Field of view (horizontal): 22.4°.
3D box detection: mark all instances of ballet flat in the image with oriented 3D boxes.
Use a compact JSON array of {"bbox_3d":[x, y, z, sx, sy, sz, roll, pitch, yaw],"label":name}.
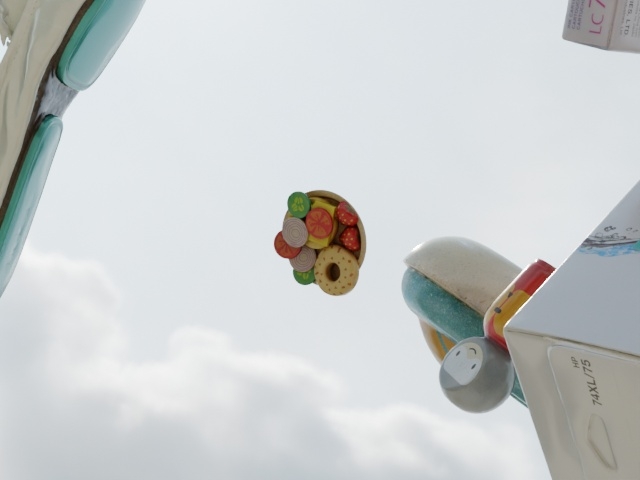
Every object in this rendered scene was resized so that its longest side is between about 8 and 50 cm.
[{"bbox_3d":[-0.248,-0.136,1.313,0.139,0.400,0.139,26,-1,1],"label":"ballet flat"}]

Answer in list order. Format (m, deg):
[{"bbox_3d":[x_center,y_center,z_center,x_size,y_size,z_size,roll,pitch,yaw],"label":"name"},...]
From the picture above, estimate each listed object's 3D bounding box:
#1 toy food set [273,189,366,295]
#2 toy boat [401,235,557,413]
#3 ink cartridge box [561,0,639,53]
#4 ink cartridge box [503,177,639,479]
[{"bbox_3d":[0.000,0.000,1.310,0.082,0.020,0.083,20,-68,28],"label":"toy food set"},{"bbox_3d":[0.174,0.100,1.541,0.267,0.148,0.318,37,-2,10],"label":"toy boat"},{"bbox_3d":[0.345,-0.249,1.415,0.065,0.311,0.186,21,-74,49],"label":"ink cartridge box"},{"bbox_3d":[0.314,0.081,1.275,0.197,0.270,0.198,12,-46,42],"label":"ink cartridge box"}]
